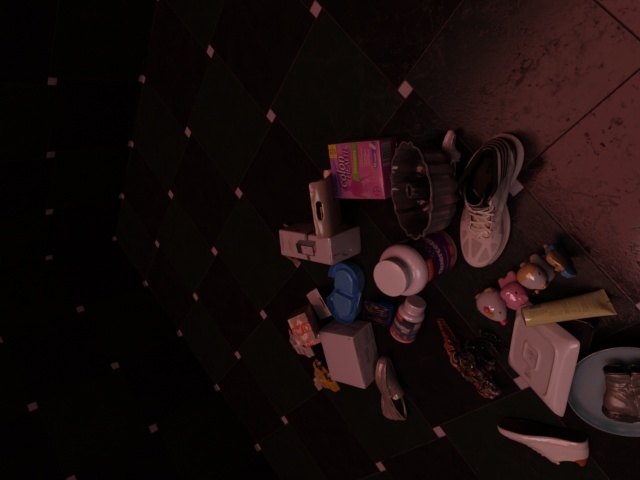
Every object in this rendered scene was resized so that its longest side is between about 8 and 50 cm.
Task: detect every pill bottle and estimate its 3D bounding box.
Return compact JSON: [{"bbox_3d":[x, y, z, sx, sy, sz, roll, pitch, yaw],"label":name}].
[{"bbox_3d":[0.353,0.310,1.757,0.108,0.108,0.180,34,127,29],"label":"pill bottle"},{"bbox_3d":[0.328,0.077,1.530,0.181,0.323,0.182,19,119,37],"label":"pill bottle"}]

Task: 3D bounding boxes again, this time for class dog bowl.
[{"bbox_3d":[0.117,0.226,1.969,0.166,0.074,0.297,22,120,35],"label":"dog bowl"}]

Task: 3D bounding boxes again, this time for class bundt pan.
[{"bbox_3d":[0.349,-0.172,1.466,0.331,0.124,0.331,171,90,-78],"label":"bundt pan"}]

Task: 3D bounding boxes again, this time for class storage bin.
[{"bbox_3d":[0.777,0.304,1.373,0.122,0.084,0.180,17,117,38],"label":"storage bin"}]

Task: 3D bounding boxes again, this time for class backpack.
[{"bbox_3d":[0.253,0.291,1.847,0.120,0.101,0.098,17,120,33],"label":"backpack"}]

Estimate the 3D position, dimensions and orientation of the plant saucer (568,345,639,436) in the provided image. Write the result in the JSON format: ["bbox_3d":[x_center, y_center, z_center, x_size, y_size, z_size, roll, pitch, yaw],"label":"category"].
[{"bbox_3d":[0.893,0.434,1.287,0.317,0.044,0.318,9,116,19],"label":"plant saucer"}]

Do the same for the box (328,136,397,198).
[{"bbox_3d":[0.167,-0.275,1.683,0.243,0.117,0.214,7,112,42],"label":"box"}]

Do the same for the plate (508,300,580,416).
[{"bbox_3d":[0.685,0.362,1.399,0.277,0.045,0.278,-118,25,-66],"label":"plate"}]

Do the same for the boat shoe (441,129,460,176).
[{"bbox_3d":[0.436,-0.275,1.470,0.063,0.066,0.184,20,119,29],"label":"boat shoe"}]

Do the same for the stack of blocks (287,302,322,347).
[{"bbox_3d":[-0.063,0.408,2.067,0.087,0.297,0.171,-24,88,4],"label":"stack of blocks"}]

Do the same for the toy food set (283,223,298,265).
[{"bbox_3d":[-0.131,0.013,2.147,0.132,0.038,0.192,32,132,39],"label":"toy food set"}]

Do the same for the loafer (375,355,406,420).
[{"bbox_3d":[0.317,0.650,1.938,0.111,0.112,0.319,2,116,37],"label":"loafer"}]

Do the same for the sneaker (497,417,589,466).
[{"bbox_3d":[0.767,0.712,1.534,0.290,0.106,0.123,-1,104,42],"label":"sneaker"}]

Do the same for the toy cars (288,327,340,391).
[{"bbox_3d":[-0.052,0.609,2.224,0.394,0.087,0.176,52,164,10],"label":"toy cars"}]

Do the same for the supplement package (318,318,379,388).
[{"bbox_3d":[0.136,0.505,2.006,0.204,0.145,0.262,0,109,43],"label":"supplement package"}]

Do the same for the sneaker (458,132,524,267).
[{"bbox_3d":[0.480,-0.094,1.364,0.169,0.257,0.448,21,121,36],"label":"sneaker"}]

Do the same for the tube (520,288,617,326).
[{"bbox_3d":[0.729,0.206,1.308,0.240,0.062,0.070,-16,82,17],"label":"tube"}]

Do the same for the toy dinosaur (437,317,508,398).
[{"bbox_3d":[0.541,0.432,1.613,0.322,0.164,0.218,34,147,2],"label":"toy dinosaur"}]

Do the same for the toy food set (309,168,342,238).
[{"bbox_3d":[0.013,-0.153,1.768,0.092,0.306,0.220,-4,108,14],"label":"toy food set"}]

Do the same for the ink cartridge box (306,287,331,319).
[{"bbox_3d":[0.004,0.295,2.083,0.145,0.045,0.179,60,155,7],"label":"ink cartridge box"}]

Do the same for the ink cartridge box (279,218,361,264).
[{"bbox_3d":[0.000,0.000,1.889,0.289,0.211,0.122,9,112,39],"label":"ink cartridge box"}]

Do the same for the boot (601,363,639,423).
[{"bbox_3d":[0.914,0.428,1.209,0.246,0.083,0.161,2,108,20],"label":"boot"}]

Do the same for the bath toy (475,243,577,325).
[{"bbox_3d":[0.633,0.154,1.392,0.348,0.151,0.129,-54,46,44],"label":"bath toy"}]
